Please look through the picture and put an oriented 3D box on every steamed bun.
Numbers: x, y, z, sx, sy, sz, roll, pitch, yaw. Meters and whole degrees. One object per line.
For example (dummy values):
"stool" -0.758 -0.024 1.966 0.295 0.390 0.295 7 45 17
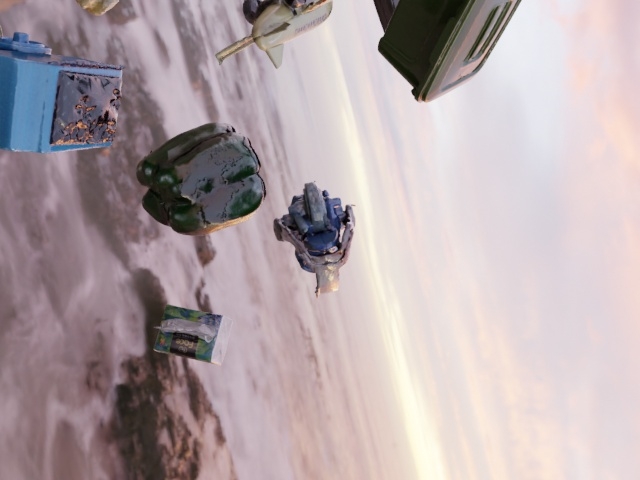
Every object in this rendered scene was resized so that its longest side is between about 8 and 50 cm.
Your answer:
"steamed bun" -0.582 -0.684 1.908 0.192 0.177 0.106 44 -9 23

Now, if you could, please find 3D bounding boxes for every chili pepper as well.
"chili pepper" -0.276 -0.138 1.659 0.248 0.256 0.233 17 -55 49

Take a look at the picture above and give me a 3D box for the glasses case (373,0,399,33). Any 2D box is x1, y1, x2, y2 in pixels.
"glasses case" 0.187 -0.585 1.703 0.074 0.131 0.323 -7 -77 65

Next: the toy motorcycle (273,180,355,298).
"toy motorcycle" -0.024 0.000 1.632 0.319 0.182 0.241 119 -14 -85

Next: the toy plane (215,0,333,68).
"toy plane" -0.039 -0.314 0.990 0.092 0.229 0.244 56 38 -25

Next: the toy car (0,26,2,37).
"toy car" -0.816 -0.439 1.597 0.145 0.235 0.235 26 -29 31

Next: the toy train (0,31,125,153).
"toy train" -0.488 -0.247 1.223 0.300 0.265 0.188 -37 140 -71

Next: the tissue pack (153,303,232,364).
"tissue pack" -0.221 0.159 1.236 0.079 0.111 0.085 49 53 -69

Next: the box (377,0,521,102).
"box" 0.269 -0.464 1.458 0.178 0.252 0.329 42 -43 16
